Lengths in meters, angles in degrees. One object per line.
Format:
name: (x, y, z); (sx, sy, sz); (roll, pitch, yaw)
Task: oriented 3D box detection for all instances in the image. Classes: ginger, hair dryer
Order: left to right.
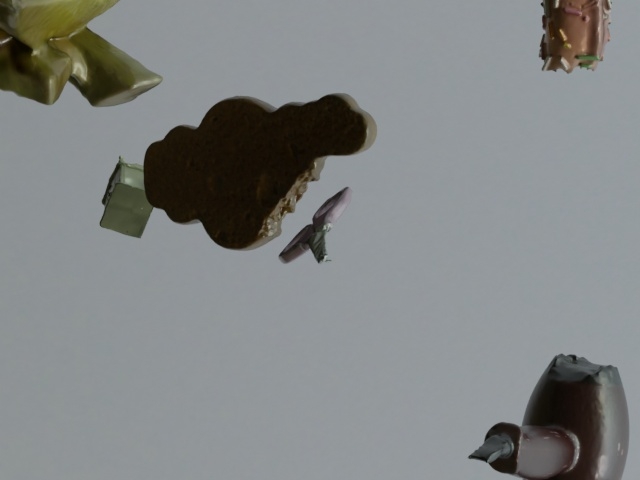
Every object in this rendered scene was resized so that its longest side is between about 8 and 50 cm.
ginger: (-0.367, -0.171, 1.095); (0.358, 0.414, 0.211); (-118, -169, -63)
hair dryer: (0.229, 0.275, 1.281); (0.123, 0.340, 0.312); (9, -93, 32)

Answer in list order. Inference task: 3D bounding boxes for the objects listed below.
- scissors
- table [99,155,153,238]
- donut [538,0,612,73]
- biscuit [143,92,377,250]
scissors: (0.000, 0.000, 1.210); (0.021, 0.212, 0.110); (42, -83, -11)
table: (-0.269, -0.063, 1.666); (0.083, 0.062, 0.079); (-101, -147, -56)
donut: (0.239, -0.253, 1.188); (0.117, 0.065, 0.166); (93, -17, -46)
biscuit: (-0.076, -0.094, 1.452); (0.320, 0.047, 0.183); (-27, -95, 26)
